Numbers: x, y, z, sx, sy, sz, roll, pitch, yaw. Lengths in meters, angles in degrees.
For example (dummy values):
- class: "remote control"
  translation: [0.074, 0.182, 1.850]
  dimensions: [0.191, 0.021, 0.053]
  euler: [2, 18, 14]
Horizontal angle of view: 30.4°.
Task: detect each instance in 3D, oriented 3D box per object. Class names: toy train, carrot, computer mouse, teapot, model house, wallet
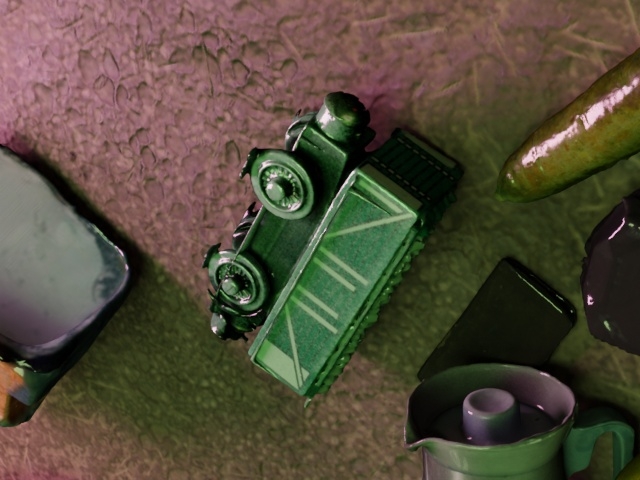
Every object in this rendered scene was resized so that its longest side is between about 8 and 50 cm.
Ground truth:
- class: "toy train"
  translation: [0.000, 0.000, 0.980]
  dimensions: [0.154, 0.115, 0.269]
  euler: [33, 126, 4]
- class: "carrot"
  translation: [0.245, -0.116, 0.794]
  dimensions: [0.358, 0.074, 0.074]
  euler: [-37, 91, 40]
- class: "computer mouse"
  translation: [0.288, 0.047, 0.843]
  dimensions: [0.217, 0.073, 0.122]
  euler: [28, 122, 26]
- class: "teapot"
  translation: [0.158, 0.222, 0.959]
  dimensions: [0.203, 0.171, 0.225]
  euler: [-10, 114, -10]
- class: "model house"
  translation: [-0.346, 0.074, 1.210]
  dimensions: [0.253, 0.184, 0.291]
  euler: [35, 140, 5]
- class: "wallet"
  translation: [0.146, 0.090, 0.986]
  dimensions: [0.082, 0.018, 0.156]
  euler: [38, 127, 11]

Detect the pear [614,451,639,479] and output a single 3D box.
- class: "pear"
  translation: [0.279, 0.199, 0.896]
  dimensions: [0.141, 0.141, 0.104]
  euler: [-30, 66, 38]
